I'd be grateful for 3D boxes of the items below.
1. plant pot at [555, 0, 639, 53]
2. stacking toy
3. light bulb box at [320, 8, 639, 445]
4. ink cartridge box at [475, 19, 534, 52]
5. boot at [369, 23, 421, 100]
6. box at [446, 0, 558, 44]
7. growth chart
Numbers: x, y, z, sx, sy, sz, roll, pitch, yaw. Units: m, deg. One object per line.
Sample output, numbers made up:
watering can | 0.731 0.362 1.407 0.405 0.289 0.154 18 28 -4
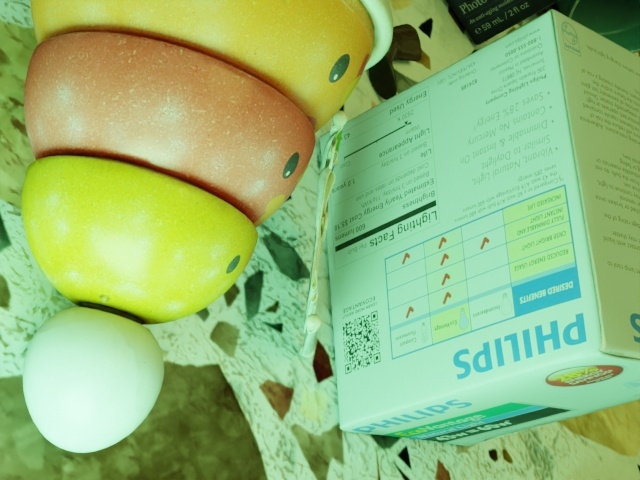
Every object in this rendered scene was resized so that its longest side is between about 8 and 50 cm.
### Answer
plant pot | 0.473 -0.478 1.917 0.271 0.271 0.255 12 48 -43
stacking toy | -0.151 -0.047 1.062 0.350 0.350 0.480 25 74 -37
light bulb box | 0.201 0.009 1.298 0.225 0.358 0.361 15 62 -40
ink cartridge box | 0.329 -0.214 1.731 0.209 0.109 0.062 38 47 -28
boot | 0.104 -0.236 1.563 0.114 0.037 0.106 -11 82 -53
box | 0.274 -0.483 1.662 0.294 0.296 0.183 53 43 -13
growth chart | 0.000 0.000 1.231 0.021 0.172 0.237 7 81 -1
